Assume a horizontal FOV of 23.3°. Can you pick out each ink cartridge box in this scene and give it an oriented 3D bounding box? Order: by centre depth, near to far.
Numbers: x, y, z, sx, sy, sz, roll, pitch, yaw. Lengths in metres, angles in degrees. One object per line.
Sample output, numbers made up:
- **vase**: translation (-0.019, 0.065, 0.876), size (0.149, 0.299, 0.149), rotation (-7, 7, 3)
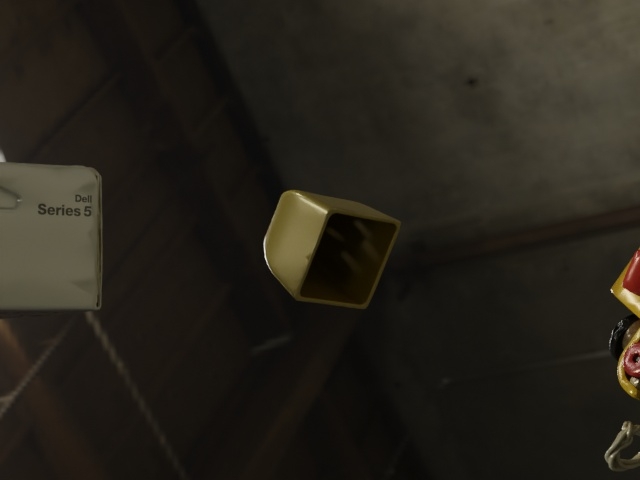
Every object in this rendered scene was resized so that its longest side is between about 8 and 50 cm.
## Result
- **ink cartridge box**: translation (-0.317, 0.006, 1.241), size (0.198, 0.273, 0.114), rotation (1, -95, -31)

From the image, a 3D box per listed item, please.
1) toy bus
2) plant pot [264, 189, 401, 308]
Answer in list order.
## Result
- **toy bus**: translation (0.277, 0.047, 1.185), size (0.104, 0.202, 0.191), rotation (-130, 25, -52)
- **plant pot**: translation (0.000, 0.000, 1.282), size (0.081, 0.083, 0.081), rotation (10, -73, -41)
